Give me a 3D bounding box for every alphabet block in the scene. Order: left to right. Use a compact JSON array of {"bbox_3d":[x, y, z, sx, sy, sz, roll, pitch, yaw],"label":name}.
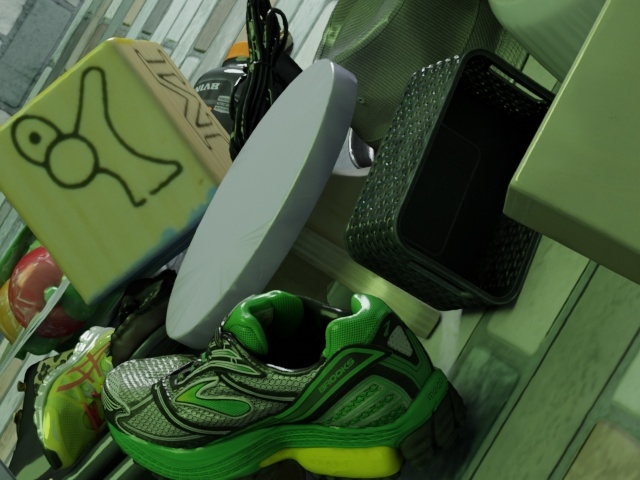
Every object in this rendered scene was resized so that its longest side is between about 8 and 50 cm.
[{"bbox_3d":[-0.200,-0.073,1.576,0.192,0.197,0.193,-36,-1,9],"label":"alphabet block"}]

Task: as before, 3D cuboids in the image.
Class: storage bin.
[{"bbox_3d":[0.112,-0.046,1.220,0.084,0.122,0.180,-14,49,61],"label":"storage bin"}]

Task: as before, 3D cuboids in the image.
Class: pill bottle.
[{"bbox_3d":[-0.105,-0.108,1.775,0.130,0.130,0.246,-24,40,56],"label":"pill bottle"}]

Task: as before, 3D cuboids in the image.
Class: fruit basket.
[{"bbox_3d":[-0.314,0.059,1.922,0.327,0.165,0.353,-53,15,16],"label":"fruit basket"}]

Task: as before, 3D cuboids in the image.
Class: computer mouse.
[{"bbox_3d":[-0.030,-0.108,1.563,0.272,0.072,0.188,73,-160,-64],"label":"computer mouse"}]

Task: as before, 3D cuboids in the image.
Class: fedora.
[{"bbox_3d":[0.077,-0.188,1.481,0.275,0.124,0.244,-6,57,64],"label":"fedora"}]

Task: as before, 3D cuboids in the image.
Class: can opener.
[{"bbox_3d":[-0.168,0.181,1.534,0.280,0.093,0.074,-47,51,3],"label":"can opener"}]

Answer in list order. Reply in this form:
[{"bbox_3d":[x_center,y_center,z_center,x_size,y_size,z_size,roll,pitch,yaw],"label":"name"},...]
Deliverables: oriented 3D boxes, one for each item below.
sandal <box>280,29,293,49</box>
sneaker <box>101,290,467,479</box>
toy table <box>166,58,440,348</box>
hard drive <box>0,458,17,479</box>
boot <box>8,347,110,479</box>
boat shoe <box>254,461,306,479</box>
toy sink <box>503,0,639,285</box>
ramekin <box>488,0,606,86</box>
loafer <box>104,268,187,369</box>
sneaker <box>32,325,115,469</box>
[{"bbox_3d":[-0.092,-0.195,1.981,0.180,0.049,0.072,-48,25,-11],"label":"sandal"},{"bbox_3d":[-0.049,0.102,1.228,0.343,0.146,0.134,-10,26,39],"label":"sneaker"},{"bbox_3d":[0.000,0.000,1.359,0.274,0.161,0.252,-54,23,15],"label":"toy table"},{"bbox_3d":[-0.382,0.385,1.603,0.047,0.233,0.353,-14,-36,-51],"label":"hard drive"},{"bbox_3d":[-0.337,0.294,1.754,0.377,0.138,0.284,-33,35,42],"label":"boot"},{"bbox_3d":[-0.058,0.287,1.219,0.098,0.109,0.302,0,41,25],"label":"boat shoe"},{"bbox_3d":[0.241,-0.034,0.871,0.153,0.234,0.131,-62,-8,-4],"label":"toy sink"},{"bbox_3d":[0.240,-0.238,1.180,0.273,0.127,0.273,-47,25,30],"label":"ramekin"},{"bbox_3d":[-0.169,0.080,1.554,0.109,0.095,0.302,-46,-5,6],"label":"loafer"},{"bbox_3d":[-0.226,0.156,1.603,0.094,0.081,0.208,-4,34,21],"label":"sneaker"}]
